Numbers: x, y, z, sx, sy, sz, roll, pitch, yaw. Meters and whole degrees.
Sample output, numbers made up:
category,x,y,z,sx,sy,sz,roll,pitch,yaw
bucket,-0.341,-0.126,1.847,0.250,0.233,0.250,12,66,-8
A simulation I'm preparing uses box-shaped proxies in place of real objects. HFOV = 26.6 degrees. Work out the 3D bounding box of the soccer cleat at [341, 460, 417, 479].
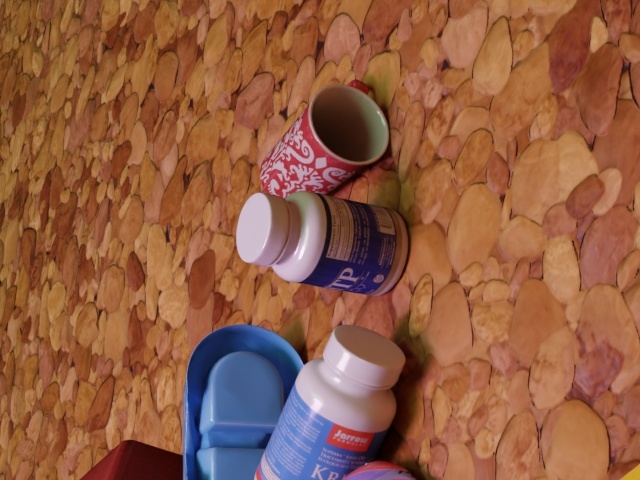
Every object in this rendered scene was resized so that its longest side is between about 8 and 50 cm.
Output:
category,x,y,z,sx,sy,sz,roll,pitch,yaw
soccer cleat,0.005,0.325,1.478,0.095,0.248,0.083,4,122,62

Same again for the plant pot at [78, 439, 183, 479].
category,x,y,z,sx,sy,sz,roll,pitch,yaw
plant pot,-0.234,0.427,1.829,0.267,0.267,0.235,-43,33,46

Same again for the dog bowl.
category,x,y,z,sx,sy,sz,roll,pitch,yaw
dog bowl,-0.102,0.259,1.740,0.074,0.166,0.297,134,137,-61

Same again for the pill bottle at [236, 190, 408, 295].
category,x,y,z,sx,sy,sz,roll,pitch,yaw
pill bottle,0.000,0.000,1.614,0.112,0.187,0.112,-27,58,54

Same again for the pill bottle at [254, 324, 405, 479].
category,x,y,z,sx,sy,sz,roll,pitch,yaw
pill bottle,0.015,0.215,1.582,0.124,0.124,0.221,52,126,52

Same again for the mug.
category,x,y,z,sx,sy,sz,roll,pitch,yaw
mug,0.011,-0.119,1.749,0.113,0.150,0.169,54,143,4

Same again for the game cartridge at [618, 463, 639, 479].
category,x,y,z,sx,sy,sz,roll,pitch,yaw
game cartridge,0.320,0.336,1.110,0.285,0.053,0.323,-51,43,39
